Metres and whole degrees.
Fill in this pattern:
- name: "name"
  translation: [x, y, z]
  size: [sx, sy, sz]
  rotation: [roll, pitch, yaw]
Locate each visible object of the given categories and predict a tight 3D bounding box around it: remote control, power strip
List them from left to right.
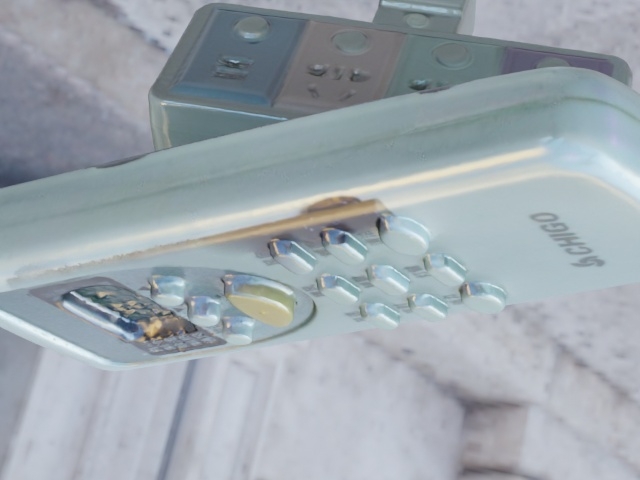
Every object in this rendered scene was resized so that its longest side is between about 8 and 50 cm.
- name: "remote control"
  translation: [0.000, 0.000, 0.662]
  size: [0.296, 0.056, 0.140]
  rotation: [-10, 157, 26]
- name: "power strip"
  translation: [0.041, -0.075, 0.801]
  size: [0.216, 0.145, 0.061]
  rotation: [11, 134, 12]
